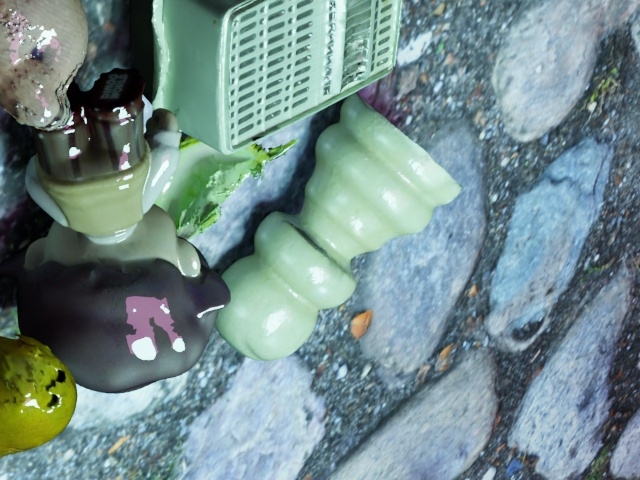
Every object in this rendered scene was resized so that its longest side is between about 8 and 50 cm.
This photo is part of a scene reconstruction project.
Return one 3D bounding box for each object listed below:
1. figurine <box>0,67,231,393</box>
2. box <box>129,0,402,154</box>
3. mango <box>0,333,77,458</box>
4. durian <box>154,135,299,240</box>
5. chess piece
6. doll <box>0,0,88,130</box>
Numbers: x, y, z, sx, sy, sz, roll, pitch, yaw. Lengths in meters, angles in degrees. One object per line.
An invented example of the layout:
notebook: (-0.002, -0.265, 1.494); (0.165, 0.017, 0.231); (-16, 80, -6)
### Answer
figurine: (-0.224, -0.013, 1.920); (0.218, 0.206, 0.365); (-15, 118, -14)
box: (-0.055, -0.235, 1.923); (0.290, 0.166, 0.220); (-29, 141, -34)
mango: (-0.346, 0.164, 1.881); (0.151, 0.249, 0.156); (52, 52, -19)
durian: (-0.120, -0.067, 2.053); (0.215, 0.100, 0.086); (-43, 157, 18)
chess piece: (0.000, 0.000, 2.239); (0.330, 0.182, 0.182); (-49, 148, 3)
doll: (-0.325, -0.124, 1.697); (0.303, 0.156, 0.201); (-46, 163, -5)
